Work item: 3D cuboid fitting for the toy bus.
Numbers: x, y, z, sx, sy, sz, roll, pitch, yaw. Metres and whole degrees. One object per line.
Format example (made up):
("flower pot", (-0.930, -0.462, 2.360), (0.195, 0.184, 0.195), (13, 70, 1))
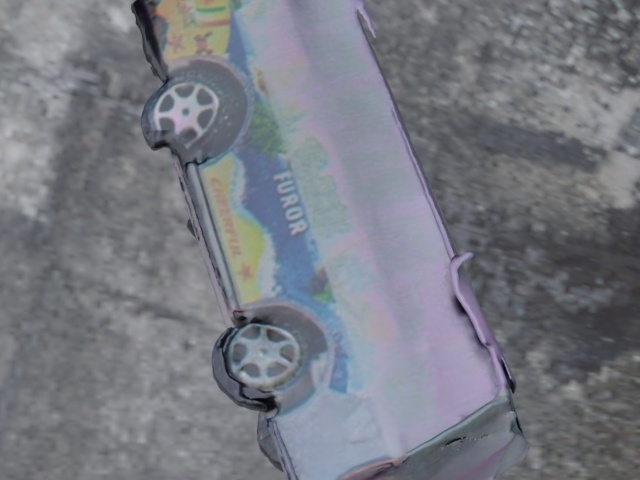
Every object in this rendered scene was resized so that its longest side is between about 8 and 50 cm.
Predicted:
("toy bus", (0.000, 0.000, 0.951), (0.138, 0.112, 0.317), (-22, 60, 1))
